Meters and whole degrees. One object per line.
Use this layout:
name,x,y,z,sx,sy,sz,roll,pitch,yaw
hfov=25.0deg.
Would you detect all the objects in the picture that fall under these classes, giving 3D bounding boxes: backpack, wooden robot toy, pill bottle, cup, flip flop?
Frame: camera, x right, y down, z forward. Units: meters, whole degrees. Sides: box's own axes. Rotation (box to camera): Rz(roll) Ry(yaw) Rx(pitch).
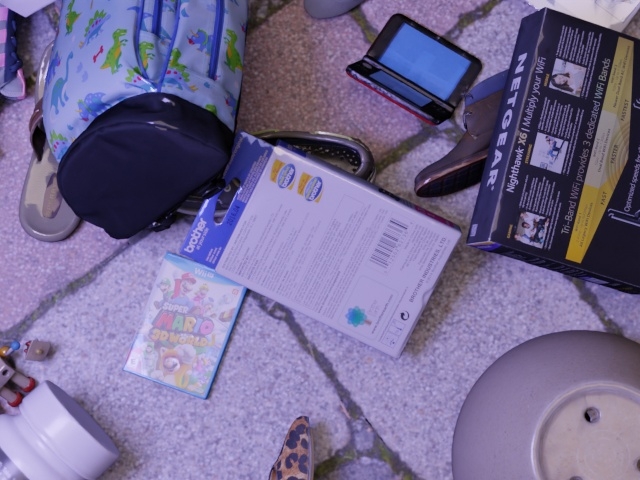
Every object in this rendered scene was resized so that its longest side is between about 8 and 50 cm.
backpack,-0.214,-0.227,1.813,0.273,0.290,0.355,35,54,-20
wooden robot toy,-0.431,0.178,1.888,0.173,0.076,0.079,-47,45,-4
pill bottle,-0.397,0.322,1.800,0.283,0.161,0.161,-44,80,-4
cup,0.324,0.258,1.724,0.331,0.237,0.331,-1,80,4
flip flop,-0.346,-0.136,1.915,0.112,0.080,0.277,10,81,6

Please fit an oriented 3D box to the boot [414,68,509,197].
boot,0.200,-0.140,1.888,0.219,0.082,0.106,-26,69,-11

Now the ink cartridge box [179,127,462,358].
ink cartridge box,0.000,0.000,1.821,0.311,0.065,0.185,25,103,-7

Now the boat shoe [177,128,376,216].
boat shoe,-0.081,-0.094,1.884,0.305,0.091,0.109,-3,80,3

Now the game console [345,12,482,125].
game console,0.124,-0.227,1.900,0.144,0.124,0.085,31,110,9

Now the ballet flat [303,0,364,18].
ballet flat,0.069,-0.372,1.934,0.213,0.068,0.072,-29,79,-1

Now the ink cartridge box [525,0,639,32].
ink cartridge box,0.341,-0.409,1.928,0.275,0.060,0.239,38,89,9

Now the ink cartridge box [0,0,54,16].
ink cartridge box,-0.322,-0.403,1.794,0.237,0.100,0.172,-16,54,44

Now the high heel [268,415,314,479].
high heel,-0.112,0.331,1.796,0.186,0.093,0.261,14,78,-5

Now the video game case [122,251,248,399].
video game case,-0.176,0.112,1.894,0.119,0.015,0.166,19,82,7

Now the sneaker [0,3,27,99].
sneaker,-0.440,-0.255,1.940,0.131,0.112,0.319,23,88,-8

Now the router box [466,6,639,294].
router box,0.340,-0.109,1.820,0.243,0.081,0.308,17,83,-15
